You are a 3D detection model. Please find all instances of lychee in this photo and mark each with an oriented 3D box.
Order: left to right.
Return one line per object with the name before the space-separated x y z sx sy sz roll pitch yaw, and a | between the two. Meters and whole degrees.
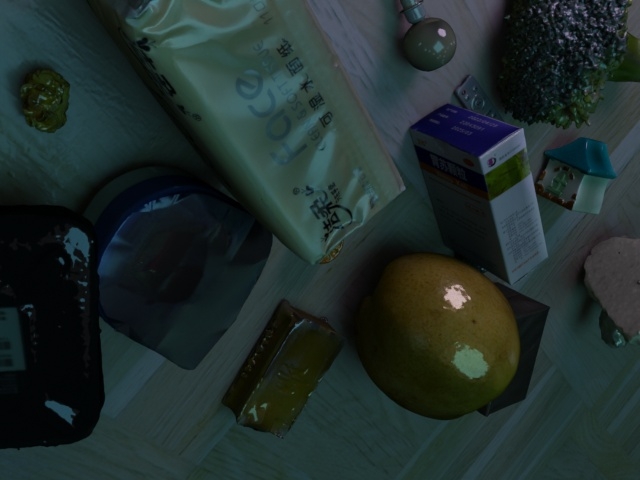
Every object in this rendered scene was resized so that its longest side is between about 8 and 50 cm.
lychee | 0.323 0.040 1.527 0.067 0.068 0.083 -29 125 4

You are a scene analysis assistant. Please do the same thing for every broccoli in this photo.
broccoli | 0.500 -0.351 1.411 0.353 0.275 0.397 -34 149 5

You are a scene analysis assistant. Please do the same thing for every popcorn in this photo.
popcorn | -0.362 -0.182 0.967 0.057 0.083 0.082 8 132 -8

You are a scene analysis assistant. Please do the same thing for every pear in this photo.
pear | 0.214 0.181 1.376 0.314 0.314 0.314 -14 118 -28

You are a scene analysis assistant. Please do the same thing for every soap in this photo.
soap | -0.065 0.240 1.357 0.135 0.076 0.233 29 92 -40

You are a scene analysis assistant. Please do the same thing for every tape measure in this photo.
tape measure | -0.238 0.025 1.105 0.262 0.138 0.259 31 91 -39

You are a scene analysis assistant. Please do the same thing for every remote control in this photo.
remote control | 0.318 -0.243 1.427 0.050 0.027 0.184 -50 124 -7

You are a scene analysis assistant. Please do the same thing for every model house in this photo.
model house | 0.544 -0.145 1.555 0.100 0.127 0.149 6 110 -36

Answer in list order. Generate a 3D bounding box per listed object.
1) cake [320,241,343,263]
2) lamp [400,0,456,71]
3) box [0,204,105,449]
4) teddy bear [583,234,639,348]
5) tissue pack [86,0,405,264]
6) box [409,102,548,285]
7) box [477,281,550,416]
cake | 0.000 0.000 1.310 0.084 0.044 0.084 -14 116 -29
lamp | 0.167 -0.369 1.238 0.091 0.091 0.163 -34 111 -17
box | -0.469 0.120 0.961 0.359 0.091 0.350 -1 114 -11
teddy bear | 0.814 0.144 1.751 0.362 0.375 0.327 33 104 -25
tissue pack | -0.106 -0.210 0.964 0.205 0.332 0.405 -41 128 -6
box | 0.298 -0.086 1.370 0.106 0.200 0.299 -35 126 -14
box | 0.366 0.228 1.585 0.149 0.155 0.231 -8 114 -39
